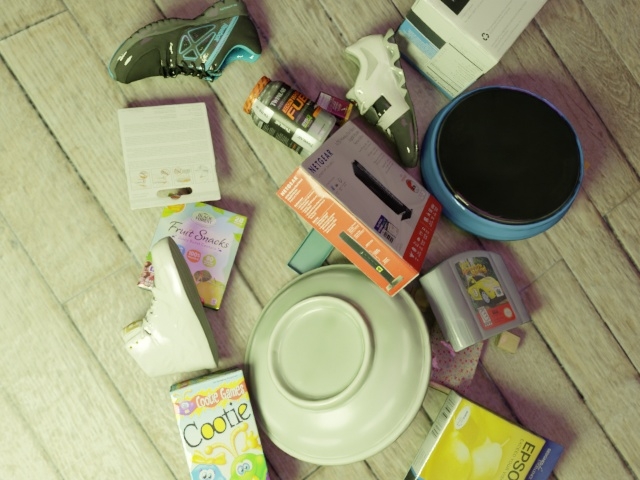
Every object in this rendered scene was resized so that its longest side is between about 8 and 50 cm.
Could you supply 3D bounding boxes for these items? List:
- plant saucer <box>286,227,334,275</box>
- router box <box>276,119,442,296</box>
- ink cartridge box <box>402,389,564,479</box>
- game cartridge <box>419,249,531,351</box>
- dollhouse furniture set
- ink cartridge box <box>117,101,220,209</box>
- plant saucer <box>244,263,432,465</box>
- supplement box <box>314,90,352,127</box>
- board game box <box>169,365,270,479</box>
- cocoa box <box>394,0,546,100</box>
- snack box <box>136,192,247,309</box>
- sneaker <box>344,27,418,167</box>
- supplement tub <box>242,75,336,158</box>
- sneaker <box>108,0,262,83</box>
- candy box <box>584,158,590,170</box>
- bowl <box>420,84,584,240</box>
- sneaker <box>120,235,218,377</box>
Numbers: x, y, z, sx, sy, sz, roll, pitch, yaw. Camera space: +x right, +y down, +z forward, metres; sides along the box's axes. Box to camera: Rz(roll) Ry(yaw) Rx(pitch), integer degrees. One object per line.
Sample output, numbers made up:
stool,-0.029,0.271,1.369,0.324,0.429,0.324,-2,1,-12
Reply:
plant saucer,0.000,0.000,1.296,0.067,0.018,0.192,36,76,-5
router box,0.100,-0.083,1.195,0.301,0.082,0.335,42,32,-4
ink cartridge box,0.348,0.525,1.230,0.307,0.072,0.304,28,91,-6
game cartridge,0.346,0.120,1.261,0.294,0.060,0.196,-8,67,-44
dollhouse furniture set,0.268,0.277,1.232,0.355,0.174,0.303,25,77,-8
ink cartridge box,-0.324,-0.178,1.216,0.189,0.066,0.232,-8,79,-15
plant saucer,0.011,0.221,1.107,0.400,0.100,0.401,-9,64,19
supplement box,0.026,-0.306,1.332,0.083,0.055,0.043,20,77,-8
board game box,-0.193,0.404,1.119,0.142,0.144,0.275,-14,85,-15
cocoa box,0.373,-0.562,1.364,0.231,0.228,0.347,40,75,-5
snack box,-0.268,0.025,1.202,0.174,0.070,0.207,17,76,-9
sneaker,0.141,-0.319,1.342,0.146,0.122,0.331,-15,85,3
supplement tub,-0.070,-0.276,1.273,0.190,0.117,0.117,32,75,-6
sneaker,-0.288,-0.409,1.242,0.340,0.125,0.140,-28,93,-14
candy box,0.578,-0.167,1.439,0.186,0.053,0.109,-42,91,-17
bowl,0.438,-0.194,1.361,0.391,0.077,0.391,1,74,-4
sneaker,-0.317,0.143,1.102,0.169,0.108,0.293,-13,112,0
